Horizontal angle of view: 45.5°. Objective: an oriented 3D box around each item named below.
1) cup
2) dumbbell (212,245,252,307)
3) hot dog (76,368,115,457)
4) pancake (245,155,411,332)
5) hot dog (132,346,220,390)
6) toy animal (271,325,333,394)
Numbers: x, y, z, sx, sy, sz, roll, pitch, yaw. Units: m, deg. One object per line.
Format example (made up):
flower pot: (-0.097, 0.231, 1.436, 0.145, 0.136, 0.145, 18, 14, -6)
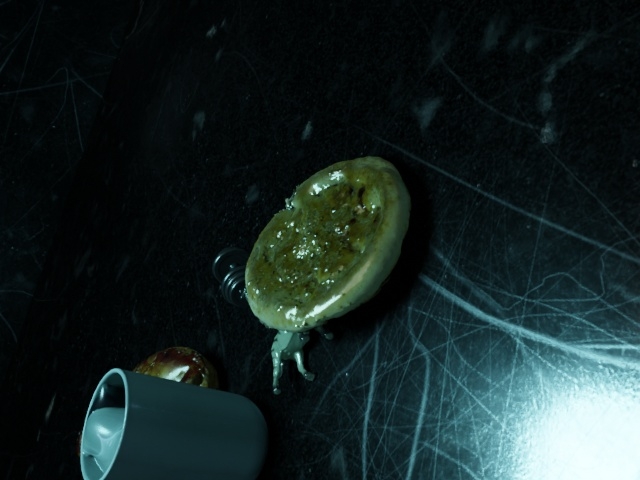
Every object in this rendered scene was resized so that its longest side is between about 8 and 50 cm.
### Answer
cup: (-0.266, 0.368, 1.429, 0.205, 0.312, 0.205, -32, 49, 45)
dumbbell: (-0.175, 0.077, 1.648, 0.099, 0.099, 0.208, -60, 32, 17)
hot dog: (-0.596, 0.487, 2.086, 0.270, 0.082, 0.162, -70, 20, 0)
pancake: (0.001, 0.001, 1.375, 0.382, 0.071, 0.382, -32, 38, 29)
hot dog: (-0.378, 0.397, 1.713, 0.387, 0.174, 0.267, -46, 22, 33)
toy animal: (-0.044, 0.162, 1.431, 0.216, 0.074, 0.176, -64, 26, 20)
